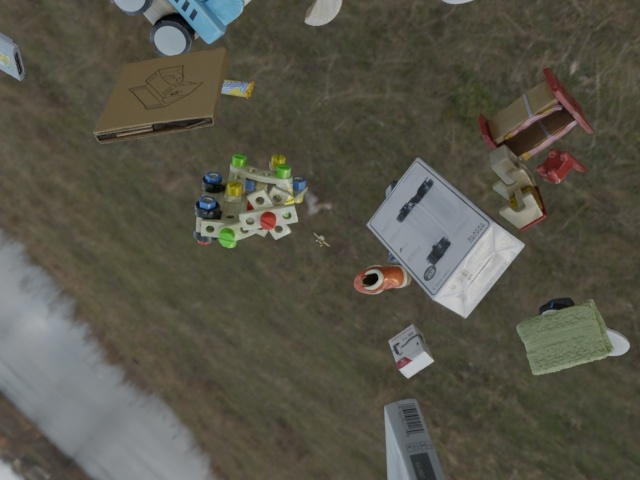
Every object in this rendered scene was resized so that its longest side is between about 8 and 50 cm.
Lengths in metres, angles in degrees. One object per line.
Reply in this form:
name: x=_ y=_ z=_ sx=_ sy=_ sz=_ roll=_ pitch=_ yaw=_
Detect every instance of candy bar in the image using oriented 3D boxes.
candy bar: x=-0.199 y=-0.324 z=1.722 sx=0.161 sy=0.040 sz=0.018 roll=16 pitch=168 yaw=36

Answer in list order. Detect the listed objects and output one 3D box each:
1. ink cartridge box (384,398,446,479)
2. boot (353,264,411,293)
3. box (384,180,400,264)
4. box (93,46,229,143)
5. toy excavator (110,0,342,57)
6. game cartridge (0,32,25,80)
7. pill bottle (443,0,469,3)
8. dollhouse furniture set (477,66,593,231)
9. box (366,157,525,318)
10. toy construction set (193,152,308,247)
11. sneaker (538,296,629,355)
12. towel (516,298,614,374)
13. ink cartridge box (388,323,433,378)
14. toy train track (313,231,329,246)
ink cartridge box: x=0.136 y=0.374 z=1.165 sx=0.189 sy=0.066 sz=0.232 roll=-107 pitch=7 yaw=-61
boot: x=0.102 y=0.078 z=1.664 sx=0.158 sy=0.085 sz=0.059 roll=-18 pitch=79 yaw=55
box: x=0.268 y=-0.037 z=2.211 sx=0.183 sy=0.232 sz=0.059 roll=10 pitch=149 yaw=-18
box: x=-0.219 y=-0.210 z=1.166 sx=0.164 sy=0.201 sz=0.021 roll=-8 pitch=128 yaw=8
toy excavator: x=-0.226 y=-0.630 z=2.033 sx=0.445 sy=0.222 sz=0.433 roll=-30 pitch=120 yaw=25
game cartridge: x=-0.421 y=-0.248 z=1.085 sx=0.056 sy=0.017 sz=0.083 roll=34 pitch=157 yaw=2
pill bottle: x=0.218 y=-0.522 z=1.389 sx=0.121 sy=0.121 sz=0.221 roll=22 pitch=157 yaw=43
dollhouse furniture set: x=0.485 y=-0.184 z=1.788 sx=0.201 sy=0.374 sz=0.152 roll=-34 pitch=123 yaw=27
box: x=0.213 y=-0.013 z=1.465 sx=0.087 sy=0.169 sz=0.290 roll=29 pitch=-168 yaw=-32
toy construction set: x=-0.131 y=-0.070 z=1.605 sx=0.215 sy=0.151 sz=0.327 roll=6 pitch=-162 yaw=-3
sneaker: x=0.627 y=0.194 z=1.961 sx=0.217 sy=0.121 sz=0.079 roll=16 pitch=128 yaw=-8
towel: x=0.433 y=0.174 z=1.458 sx=0.027 sy=0.148 sz=0.110 roll=46 pitch=-153 yaw=-63
ink cartridge box: x=0.271 y=0.331 z=2.476 sx=0.056 sy=0.099 sz=0.135 roll=45 pitch=-165 yaw=-31
toy train track: x=0.000 y=0.000 z=1.839 sx=0.048 sy=0.014 sz=0.083 roll=40 pitch=173 yaw=2
